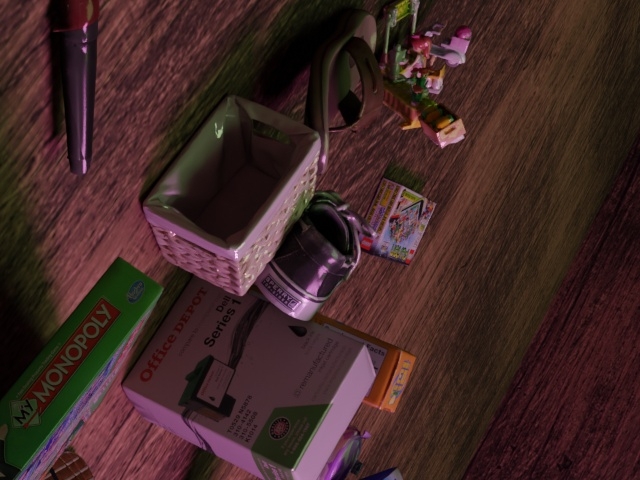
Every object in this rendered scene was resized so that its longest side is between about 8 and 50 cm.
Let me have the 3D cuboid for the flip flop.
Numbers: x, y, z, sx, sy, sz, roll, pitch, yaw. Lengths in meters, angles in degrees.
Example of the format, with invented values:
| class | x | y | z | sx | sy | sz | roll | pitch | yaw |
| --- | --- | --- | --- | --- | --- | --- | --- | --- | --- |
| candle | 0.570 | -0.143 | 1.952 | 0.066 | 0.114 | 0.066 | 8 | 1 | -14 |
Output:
| class | x | y | z | sx | sy | sz | roll | pitch | yaw |
| --- | --- | --- | --- | --- | --- | --- | --- | --- | --- |
| flip flop | 0.036 | -0.170 | 1.374 | 0.277 | 0.080 | 0.112 | -64 | 165 | -53 |

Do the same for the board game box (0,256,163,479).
| class | x | y | z | sx | sy | sz | roll | pitch | yaw |
| --- | --- | --- | --- | --- | --- | --- | --- | --- | --- |
| board game box | -0.232 | 0.157 | 1.000 | 0.213 | 0.046 | 0.317 | -56 | -178 | -29 |

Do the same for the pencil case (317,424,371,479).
| class | x | y | z | sx | sy | sz | roll | pitch | yaw |
| --- | --- | --- | --- | --- | --- | --- | --- | --- | --- |
| pencil case | -0.043 | 0.222 | 1.520 | 0.088 | 0.206 | 0.086 | -61 | 163 | 0 |

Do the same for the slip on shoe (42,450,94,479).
| class | x | y | z | sx | sy | sz | roll | pitch | yaw |
| --- | --- | --- | --- | --- | --- | --- | --- | --- | --- |
| slip on shoe | -0.265 | 0.241 | 1.207 | 0.041 | 0.051 | 0.135 | -29 | 176 | 13 |

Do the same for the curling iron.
| class | x | y | z | sx | sy | sz | roll | pitch | yaw |
| --- | --- | --- | --- | --- | --- | --- | --- | --- | --- |
| curling iron | -0.193 | -0.165 | 0.933 | 0.068 | 0.035 | 0.274 | -42 | 149 | -41 |

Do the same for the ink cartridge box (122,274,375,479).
| class | x | y | z | sx | sy | sz | roll | pitch | yaw |
| --- | --- | --- | --- | --- | --- | --- | --- | --- | --- |
| ink cartridge box | -0.077 | 0.151 | 1.326 | 0.160 | 0.219 | 0.093 | -59 | 156 | -22 |

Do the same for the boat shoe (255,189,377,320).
| class | x | y | z | sx | sy | sz | roll | pitch | yaw |
| --- | --- | --- | --- | --- | --- | --- | --- | --- | --- |
| boat shoe | -0.003 | -0.003 | 1.394 | 0.105 | 0.113 | 0.306 | -49 | 179 | 12 |

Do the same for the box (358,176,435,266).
| class | x | y | z | sx | sy | sz | roll | pitch | yaw |
| --- | --- | --- | --- | --- | --- | --- | --- | --- | --- |
| box | 0.116 | -0.025 | 1.895 | 0.114 | 0.036 | 0.207 | -67 | 161 | 3 |

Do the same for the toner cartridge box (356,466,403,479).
| class | x | y | z | sx | sy | sz | roll | pitch | yaw |
| --- | --- | --- | --- | --- | --- | --- | --- | --- | --- |
| toner cartridge box | -0.034 | 0.414 | 1.525 | 0.165 | 0.347 | 0.075 | 68 | 23 | 3 |

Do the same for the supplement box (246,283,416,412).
| class | x | y | z | sx | sy | sz | roll | pitch | yaw |
| --- | --- | --- | --- | --- | --- | --- | --- | --- | --- |
| supplement box | -0.012 | 0.119 | 1.430 | 0.080 | 0.233 | 0.078 | -65 | 161 | -3 |

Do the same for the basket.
| class | x | y | z | sx | sy | sz | roll | pitch | yaw |
| --- | --- | --- | --- | --- | --- | --- | --- | --- | --- |
| basket | -0.085 | -0.043 | 1.243 | 0.167 | 0.113 | 0.103 | -55 | 162 | -29 |

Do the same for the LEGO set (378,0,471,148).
| class | x | y | z | sx | sy | sz | roll | pitch | yaw |
| --- | --- | --- | --- | --- | --- | --- | --- | --- | --- |
| LEGO set | 0.121 | -0.224 | 1.538 | 0.287 | 0.132 | 0.107 | -77 | 173 | -60 |
